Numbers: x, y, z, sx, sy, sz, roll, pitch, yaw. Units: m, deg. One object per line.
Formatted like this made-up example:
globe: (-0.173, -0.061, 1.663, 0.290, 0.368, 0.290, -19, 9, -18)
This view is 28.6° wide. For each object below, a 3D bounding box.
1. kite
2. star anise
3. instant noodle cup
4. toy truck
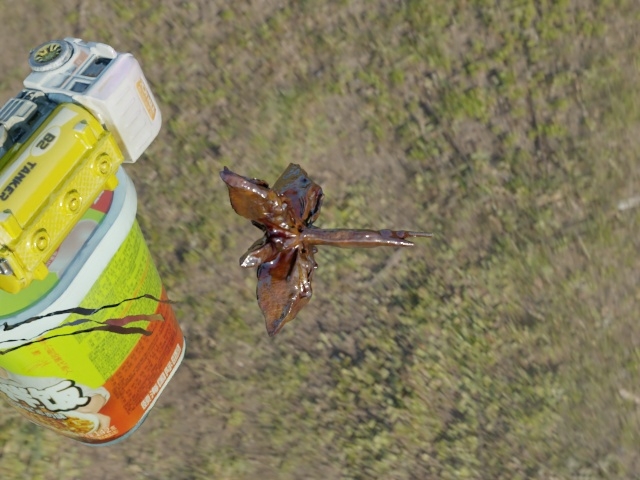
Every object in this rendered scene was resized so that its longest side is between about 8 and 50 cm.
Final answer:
kite: (-0.306, 0.094, 1.088, 0.360, 0.204, 0.022, -12, 95, 5)
star anise: (0.003, -0.007, 1.102, 0.144, 0.140, 0.158, -6, 102, 29)
instant noodle cup: (-0.310, 0.072, 1.454, 0.294, 0.308, 0.294, -8, 52, 10)
toy truck: (-0.219, -0.062, 1.012, 0.114, 0.098, 0.227, 12, 52, 30)
